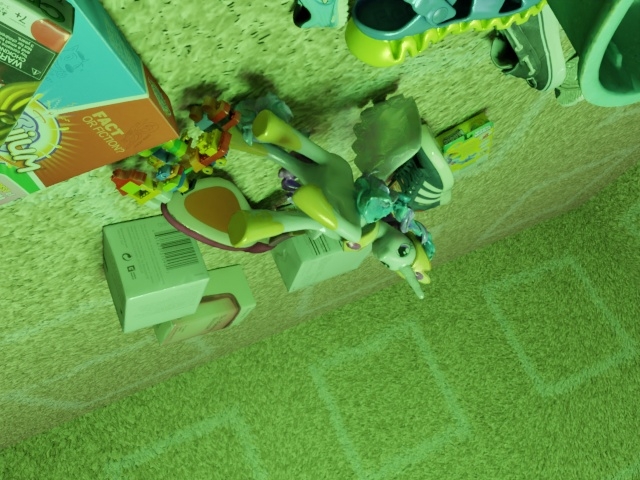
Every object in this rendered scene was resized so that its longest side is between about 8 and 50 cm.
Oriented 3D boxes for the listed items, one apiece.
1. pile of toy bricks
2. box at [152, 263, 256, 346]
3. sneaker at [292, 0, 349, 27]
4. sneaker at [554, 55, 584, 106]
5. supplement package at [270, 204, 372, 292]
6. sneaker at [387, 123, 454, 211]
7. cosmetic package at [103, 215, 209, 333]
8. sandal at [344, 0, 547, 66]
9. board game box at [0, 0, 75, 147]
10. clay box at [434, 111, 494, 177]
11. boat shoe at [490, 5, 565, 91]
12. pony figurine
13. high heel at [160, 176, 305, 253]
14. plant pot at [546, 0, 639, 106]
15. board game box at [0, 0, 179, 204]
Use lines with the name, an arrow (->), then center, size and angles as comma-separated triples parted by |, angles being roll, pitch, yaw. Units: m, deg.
pile of toy bricks -> -0.211, -0.133, 0.672 | 0.212, 0.118, 0.105 | -20, 141, 40
box -> -0.312, 0.168, 1.286 | 0.232, 0.127, 0.148 | -11, 156, -37
sneaker -> -0.006, -0.289, 0.538 | 0.073, 0.064, 0.162 | -19, 161, -7
sneaker -> 0.621, -0.383, 1.045 | 0.152, 0.094, 0.235 | -11, 148, -15
supplement package -> 0.000, 0.000, 1.196 | 0.203, 0.149, 0.194 | -18, 160, -22
sneaker -> 0.218, -0.140, 1.141 | 0.148, 0.131, 0.350 | -21, 159, 9
cosmetic package -> -0.322, 0.063, 0.947 | 0.151, 0.151, 0.184 | -14, 158, -30
sandal -> 0.178, -0.326, 0.592 | 0.317, 0.126, 0.138 | -26, 158, -3
board game box -> -0.349, -0.154, 0.302 | 0.193, 0.053, 0.305 | -41, 138, 25
clay box -> 0.343, -0.225, 1.184 | 0.127, 0.053, 0.222 | -28, 160, 7
boat shoe -> 0.337, -0.323, 0.823 | 0.102, 0.108, 0.301 | -32, 158, 18
pony figurine -> 0.019, -0.087, 0.776 | 0.363, 0.351, 0.302 | 20, 131, -40
high heel -> -0.190, -0.023, 0.932 | 0.181, 0.127, 0.377 | -14, 166, 29
plant pot -> 0.237, -0.328, 0.314 | 0.340, 0.334, 0.341 | -23, 161, -8
board game box -> -0.339, -0.131, 0.492 | 0.316, 0.064, 0.242 | -21, 162, 0
